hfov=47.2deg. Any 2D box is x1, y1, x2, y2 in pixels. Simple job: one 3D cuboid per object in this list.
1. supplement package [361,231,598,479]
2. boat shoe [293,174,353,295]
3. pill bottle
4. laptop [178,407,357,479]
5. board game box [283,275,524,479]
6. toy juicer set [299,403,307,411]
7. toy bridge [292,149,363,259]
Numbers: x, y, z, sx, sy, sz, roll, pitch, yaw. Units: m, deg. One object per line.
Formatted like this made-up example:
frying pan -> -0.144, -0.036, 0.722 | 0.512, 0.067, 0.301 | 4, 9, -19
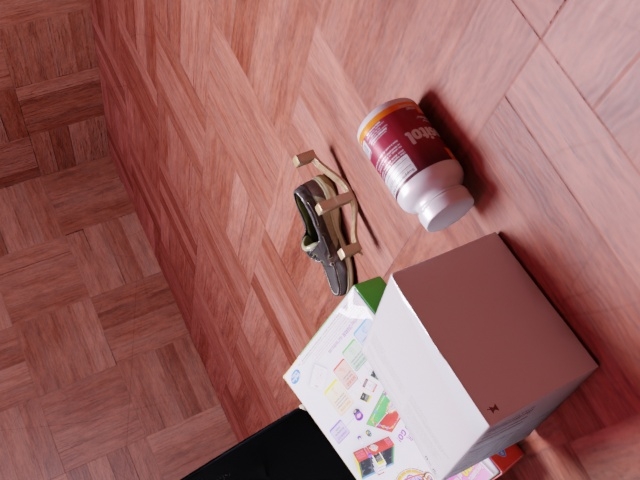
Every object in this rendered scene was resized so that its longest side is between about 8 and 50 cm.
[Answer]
supplement package -> 0.170, 0.138, 0.854 | 0.194, 0.149, 0.203 | 59, 157, 26
boat shoe -> 0.000, 0.000, 1.261 | 0.080, 0.073, 0.223 | 31, 137, 59
pill bottle -> 0.114, -0.089, 0.870 | 0.152, 0.086, 0.086 | 59, 158, 23
laptop -> 0.023, 0.488, 1.154 | 0.236, 0.382, 0.408 | -26, 85, 33
board game box -> 0.104, 0.249, 1.066 | 0.316, 0.064, 0.242 | 52, 131, 20
toy juicer set -> 0.098, 0.466, 1.470 | 0.329, 0.089, 0.209 | 40, 159, 38
toy bridge -> 0.024, -0.059, 1.159 | 0.188, 0.063, 0.026 | 64, 159, 10
